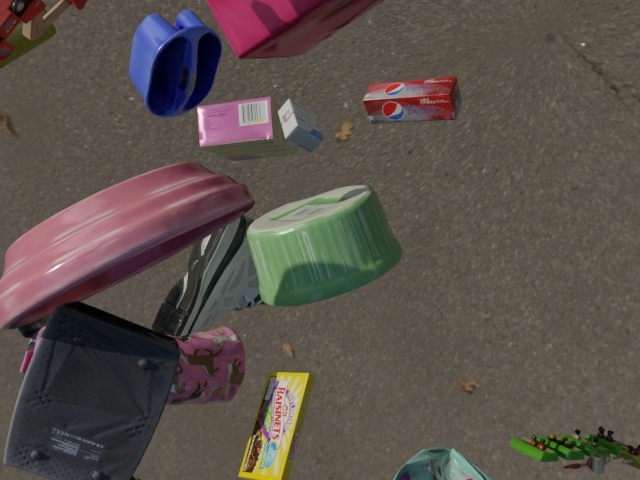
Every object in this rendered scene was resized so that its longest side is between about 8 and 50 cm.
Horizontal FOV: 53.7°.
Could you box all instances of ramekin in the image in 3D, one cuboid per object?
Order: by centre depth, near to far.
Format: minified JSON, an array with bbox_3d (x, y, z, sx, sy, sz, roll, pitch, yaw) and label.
[{"bbox_3d":[0.000,0.000,1.273,0.304,0.303,0.148,-13,105,23],"label":"ramekin"}]

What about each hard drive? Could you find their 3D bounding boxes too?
[{"bbox_3d":[-0.289,0.204,0.809,0.172,0.054,0.254,23,110,-9],"label":"hard drive"}]

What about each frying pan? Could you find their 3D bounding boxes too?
[{"bbox_3d":[-0.593,0.162,1.294,0.053,0.197,0.326,-4,65,-8],"label":"frying pan"}]

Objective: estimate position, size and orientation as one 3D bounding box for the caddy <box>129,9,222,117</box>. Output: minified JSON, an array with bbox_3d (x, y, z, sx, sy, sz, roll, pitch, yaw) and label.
[{"bbox_3d":[-0.432,-0.525,1.916,0.179,0.241,0.341,51,141,19],"label":"caddy"}]

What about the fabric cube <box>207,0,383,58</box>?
[{"bbox_3d":[-0.031,-0.453,0.953,0.258,0.254,0.259,-26,96,28],"label":"fabric cube"}]

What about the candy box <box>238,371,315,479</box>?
[{"bbox_3d":[-0.081,0.348,1.190,0.105,0.205,0.027,-6,145,35],"label":"candy box"}]

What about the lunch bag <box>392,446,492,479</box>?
[{"bbox_3d":[0.120,0.369,0.645,0.160,0.262,0.223,2,102,12],"label":"lunch bag"}]

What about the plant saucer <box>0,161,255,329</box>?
[{"bbox_3d":[-0.244,-0.004,0.779,0.332,0.332,0.084,-27,91,25],"label":"plant saucer"}]

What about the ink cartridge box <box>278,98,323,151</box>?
[{"bbox_3d":[-0.051,-0.294,1.615,0.089,0.122,0.052,24,125,-34],"label":"ink cartridge box"}]

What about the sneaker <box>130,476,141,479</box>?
[{"bbox_3d":[-0.200,0.446,0.922,0.344,0.134,0.146,13,130,16],"label":"sneaker"}]

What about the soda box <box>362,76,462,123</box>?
[{"bbox_3d":[0.260,-0.396,1.797,0.263,0.083,0.092,3,139,29],"label":"soda box"}]

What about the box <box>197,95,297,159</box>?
[{"bbox_3d":[-0.200,-0.312,1.804,0.214,0.243,0.117,-5,86,14],"label":"box"}]

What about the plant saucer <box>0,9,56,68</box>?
[{"bbox_3d":[-0.554,-0.377,1.019,0.188,0.045,0.188,-25,96,13],"label":"plant saucer"}]

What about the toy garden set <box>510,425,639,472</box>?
[{"bbox_3d":[0.572,0.442,1.353,0.244,0.204,0.049,3,89,-18],"label":"toy garden set"}]

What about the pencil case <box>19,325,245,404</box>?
[{"bbox_3d":[-0.334,0.234,1.173,0.167,0.386,0.160,-41,55,40],"label":"pencil case"}]

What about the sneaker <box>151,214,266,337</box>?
[{"bbox_3d":[-0.224,0.159,1.533,0.258,0.169,0.447,31,79,-30],"label":"sneaker"}]

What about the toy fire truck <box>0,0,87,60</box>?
[{"bbox_3d":[-0.437,-0.344,0.950,0.047,0.135,0.192,36,88,3],"label":"toy fire truck"}]
